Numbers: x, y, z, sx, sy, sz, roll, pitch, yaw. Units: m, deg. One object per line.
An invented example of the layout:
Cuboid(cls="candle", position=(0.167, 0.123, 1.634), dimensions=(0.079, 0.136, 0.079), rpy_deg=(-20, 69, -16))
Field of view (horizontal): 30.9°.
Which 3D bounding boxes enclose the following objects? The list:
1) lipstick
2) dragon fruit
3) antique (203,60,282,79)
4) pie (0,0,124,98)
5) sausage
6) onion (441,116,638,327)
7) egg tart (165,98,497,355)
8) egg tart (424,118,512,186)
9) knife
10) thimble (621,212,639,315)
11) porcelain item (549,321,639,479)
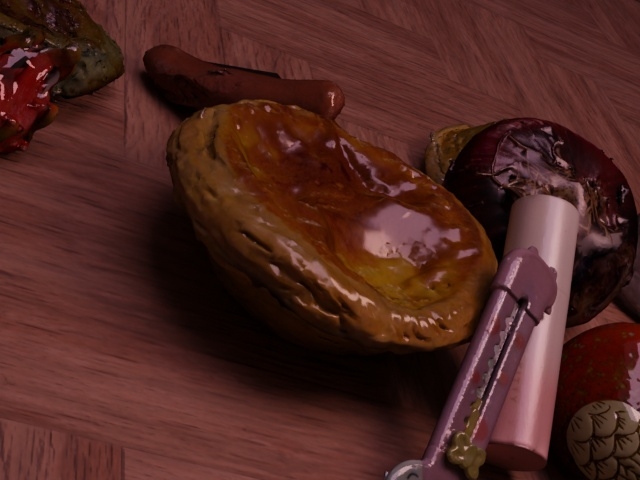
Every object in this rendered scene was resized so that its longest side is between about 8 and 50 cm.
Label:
Cuboid(cls="lipstick", position=(0.246, 0.104, 1.375), dimensions=(0.087, 0.087, 0.327), rpy_deg=(22, 62, -15))
Cuboid(cls="dragon fruit", position=(-0.370, -0.173, 1.345), dimensions=(0.133, 0.207, 0.150), rpy_deg=(57, -6, 19))
Cuboid(cls="antique", position=(-0.137, -0.260, 1.803), dimensions=(0.192, 0.015, 0.031), rpy_deg=(4, 38, -40))
Cuboid(cls="pie", position=(-0.417, -0.293, 1.502), dimensions=(0.354, 0.103, 0.288), rpy_deg=(15, 28, -24))
Cuboid(cls="sausage", position=(-0.117, -0.208, 1.604), dimensions=(0.326, 0.079, 0.087), rpy_deg=(16, 67, 25))
Cuboid(cls="onion", position=(0.301, -0.021, 1.624), dimensions=(0.314, 0.232, 0.314), rpy_deg=(8, 69, -22))
Cuboid(cls="egg tart", position=(0.000, 0.000, 1.374), dimensions=(0.443, 0.178, 0.443), rpy_deg=(23, 28, -13))
Cuboid(cls="egg tart", position=(0.325, -0.091, 1.852), dimensions=(0.341, 0.132, 0.341), rpy_deg=(23, 32, -15))
Cuboid(cls="knife", position=(0.172, 0.159, 1.231), dimensions=(0.132, 0.038, 0.399), rpy_deg=(46, 53, -26))
Cuboid(cls="thimble", position=(0.589, 0.039, 1.841), dimensions=(0.245, 0.157, 0.217), rpy_deg=(22, 39, -29))
Cuboid(cls="porcelain item", position=(0.391, 0.192, 1.387), dimensions=(0.253, 0.253, 0.253), rpy_deg=(23, 31, -14))
